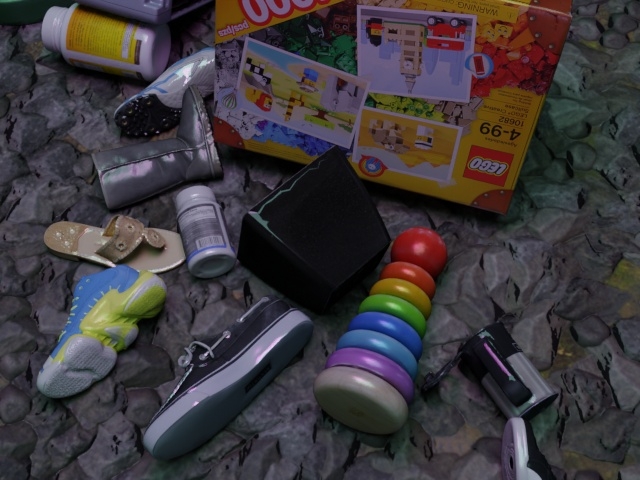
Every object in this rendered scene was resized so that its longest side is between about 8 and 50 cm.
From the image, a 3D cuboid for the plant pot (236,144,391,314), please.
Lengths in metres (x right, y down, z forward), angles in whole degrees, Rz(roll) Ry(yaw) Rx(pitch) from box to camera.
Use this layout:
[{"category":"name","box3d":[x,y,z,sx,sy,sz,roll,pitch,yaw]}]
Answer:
[{"category":"plant pot","box3d":[0.000,0.000,1.328,0.187,0.188,0.167,-40,78,-20]}]

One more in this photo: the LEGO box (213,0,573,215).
[{"category":"LEGO box","box3d":[0.099,-0.289,1.353,0.501,0.372,0.193,14,45,7]}]

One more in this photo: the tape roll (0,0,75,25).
[{"category":"tape roll","box3d":[-0.596,-0.578,1.706,0.322,0.077,0.321,-1,68,2]}]

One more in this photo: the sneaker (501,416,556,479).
[{"category":"sneaker","box3d":[0.317,0.347,1.168,0.121,0.079,0.216,-2,74,-5]}]

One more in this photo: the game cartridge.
[{"category":"game cartridge","box3d":[-0.321,-0.474,1.608,0.198,0.062,0.297,15,30,14]}]

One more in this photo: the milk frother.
[{"category":"milk frother","box3d":[0.239,0.212,1.252,0.143,0.129,0.134,-48,61,24]}]

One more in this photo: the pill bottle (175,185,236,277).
[{"category":"pill bottle","box3d":[-0.188,-0.015,1.391,0.078,0.078,0.137,-14,60,-8]}]

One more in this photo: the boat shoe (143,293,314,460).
[{"category":"boat shoe","box3d":[-0.149,0.185,1.253,0.105,0.113,0.306,35,63,26]}]

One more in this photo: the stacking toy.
[{"category":"stacking toy","box3d":[0.113,0.116,1.290,0.141,0.141,0.330,20,56,12]}]

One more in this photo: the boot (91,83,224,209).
[{"category":"boot","box3d":[-0.284,-0.161,1.475,0.209,0.076,0.189,-14,73,-2]}]

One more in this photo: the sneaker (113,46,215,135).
[{"category":"sneaker","box3d":[-0.265,-0.266,1.548,0.237,0.085,0.086,-34,38,-14]}]

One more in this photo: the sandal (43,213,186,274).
[{"category":"sandal","box3d":[-0.331,-0.004,1.385,0.240,0.079,0.088,6,59,4]}]

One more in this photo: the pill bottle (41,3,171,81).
[{"category":"pill bottle","box3d":[-0.391,-0.366,1.579,0.215,0.117,0.117,13,60,8]}]

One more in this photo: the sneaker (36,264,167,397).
[{"category":"sneaker","box3d":[-0.348,0.129,1.317,0.126,0.091,0.240,30,63,38]}]
